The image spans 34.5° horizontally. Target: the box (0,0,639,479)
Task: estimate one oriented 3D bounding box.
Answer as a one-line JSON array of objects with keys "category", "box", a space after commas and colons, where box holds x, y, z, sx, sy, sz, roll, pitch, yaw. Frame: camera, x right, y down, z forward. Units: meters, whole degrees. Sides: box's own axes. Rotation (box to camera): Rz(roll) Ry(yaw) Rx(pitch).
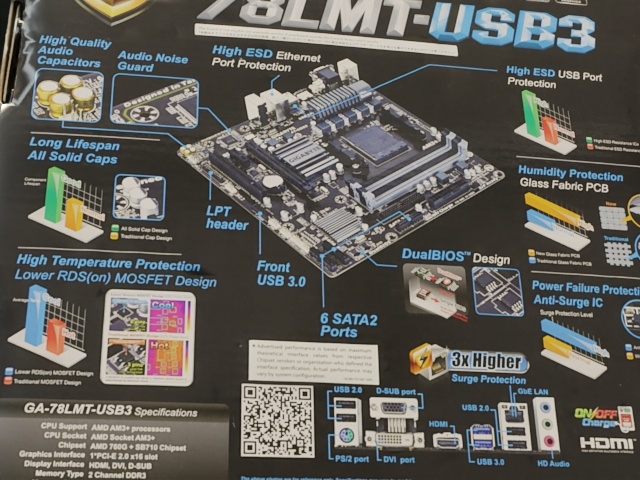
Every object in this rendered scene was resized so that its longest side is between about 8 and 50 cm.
[{"category": "box", "box": [0.011, 0.003, 0.434, 0.073, 0.295, 0.293, 113, -23, -62]}]
